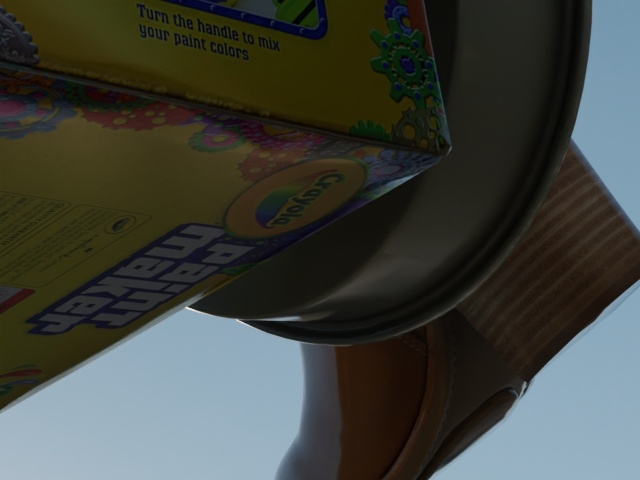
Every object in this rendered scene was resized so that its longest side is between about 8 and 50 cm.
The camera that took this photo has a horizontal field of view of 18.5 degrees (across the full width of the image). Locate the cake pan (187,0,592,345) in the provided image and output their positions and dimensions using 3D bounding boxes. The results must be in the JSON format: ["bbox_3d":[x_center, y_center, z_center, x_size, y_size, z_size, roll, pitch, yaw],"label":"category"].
[{"bbox_3d":[-0.028,-0.098,0.763,0.054,0.293,0.293,-12,-30,-46],"label":"cake pan"}]

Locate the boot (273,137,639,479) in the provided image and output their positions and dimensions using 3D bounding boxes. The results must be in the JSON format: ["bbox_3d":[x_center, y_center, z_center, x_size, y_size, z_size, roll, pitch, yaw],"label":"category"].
[{"bbox_3d":[0.000,0.000,0.861,0.109,0.220,0.283,-34,-12,-34],"label":"boot"}]

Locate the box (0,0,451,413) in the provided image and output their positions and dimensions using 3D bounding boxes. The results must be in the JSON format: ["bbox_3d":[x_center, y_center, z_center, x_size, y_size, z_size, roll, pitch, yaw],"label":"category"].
[{"bbox_3d":[-0.138,-0.108,0.621,0.177,0.279,0.290,9,-26,-40],"label":"box"}]
